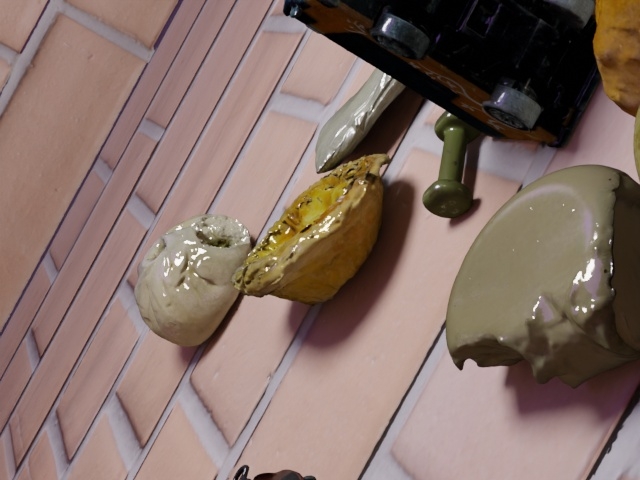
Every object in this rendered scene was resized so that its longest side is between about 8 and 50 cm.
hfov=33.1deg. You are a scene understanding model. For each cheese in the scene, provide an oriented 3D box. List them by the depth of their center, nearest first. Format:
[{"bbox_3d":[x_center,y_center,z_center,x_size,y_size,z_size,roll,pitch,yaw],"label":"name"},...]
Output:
[{"bbox_3d":[0.175,0.036,0.822,0.202,0.091,0.175,-37,34,49],"label":"cheese"}]

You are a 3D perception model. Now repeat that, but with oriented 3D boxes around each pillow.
[{"bbox_3d":[0.070,-0.182,1.320,0.229,0.050,0.148,-52,12,20],"label":"pillow"}]

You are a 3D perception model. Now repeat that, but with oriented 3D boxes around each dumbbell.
[{"bbox_3d":[0.134,-0.080,1.094,0.052,0.046,0.118,-42,29,51],"label":"dumbbell"}]

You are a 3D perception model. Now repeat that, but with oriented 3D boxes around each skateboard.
[{"bbox_3d":[-0.037,0.262,1.026,0.067,0.080,0.151,-64,20,11],"label":"skateboard"}]

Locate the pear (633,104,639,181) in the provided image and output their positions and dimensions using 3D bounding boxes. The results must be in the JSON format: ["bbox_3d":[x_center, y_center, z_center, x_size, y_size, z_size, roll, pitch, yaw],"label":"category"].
[{"bbox_3d":[0.274,-0.050,0.643,0.167,0.136,0.167,-31,32,22],"label":"pear"}]

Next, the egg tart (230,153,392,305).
[{"bbox_3d":[0.000,0.000,1.224,0.252,0.098,0.232,-35,16,42],"label":"egg tart"}]

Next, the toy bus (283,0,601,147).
[{"bbox_3d":[0.112,-0.206,0.988,0.138,0.275,0.167,-63,21,-2],"label":"toy bus"}]

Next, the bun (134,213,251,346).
[{"bbox_3d":[-0.186,0.045,1.531,0.193,0.128,0.178,-54,23,14],"label":"bun"}]

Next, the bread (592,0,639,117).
[{"bbox_3d":[0.287,-0.204,0.808,0.229,0.139,0.143,-46,20,31],"label":"bread"}]
